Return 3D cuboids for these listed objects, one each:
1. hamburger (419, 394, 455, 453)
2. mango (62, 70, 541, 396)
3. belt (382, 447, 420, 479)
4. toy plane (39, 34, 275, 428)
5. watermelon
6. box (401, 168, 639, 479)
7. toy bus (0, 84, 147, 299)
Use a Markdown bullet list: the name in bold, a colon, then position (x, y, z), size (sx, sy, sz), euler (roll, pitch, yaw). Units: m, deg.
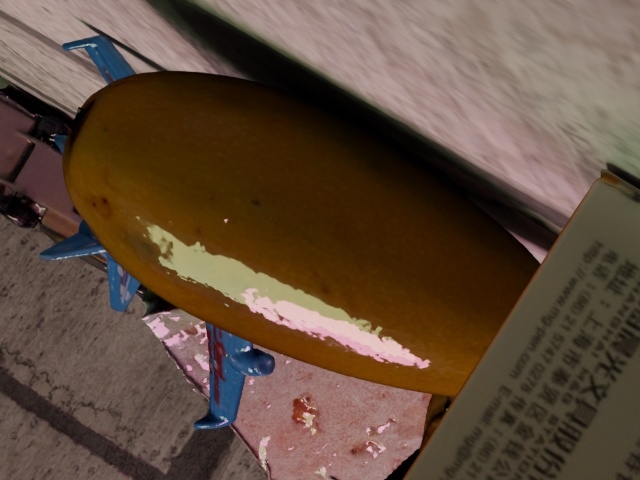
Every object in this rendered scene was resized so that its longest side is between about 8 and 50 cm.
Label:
- **hamburger**: position (0.163, 0.158, 1.008), size (0.283, 0.144, 0.156), euler (34, 137, 17)
- **mango**: position (0.000, 0.000, 0.871), size (0.253, 0.113, 0.138), euler (25, 169, 8)
- **belt**: position (0.171, 0.202, 1.175), size (0.289, 0.164, 0.184), euler (15, -136, -29)
- **toy plane**: position (-0.066, -0.001, 1.097), size (0.271, 0.105, 0.254), euler (3, 116, 47)
- **watermelon**: position (0.000, 0.094, 1.323), size (0.224, 0.180, 0.305), euler (9, 145, 47)
- **box**: position (0.118, 0.144, 0.648), size (0.221, 0.274, 0.091), euler (34, 178, 16)
- **toy bus**: position (-0.182, -0.021, 1.725), size (0.317, 0.112, 0.138), euler (32, 179, 24)
